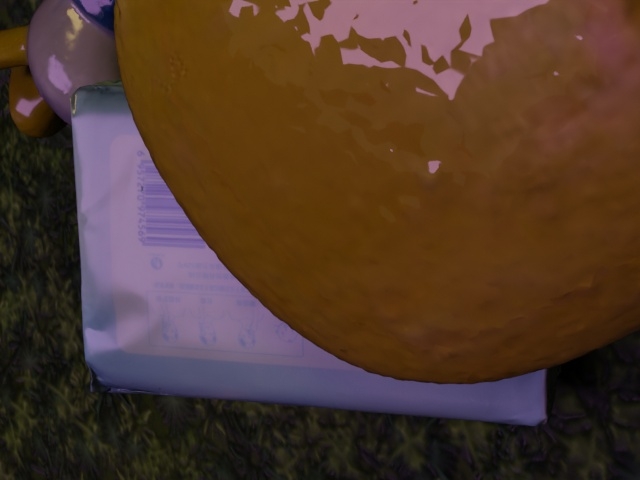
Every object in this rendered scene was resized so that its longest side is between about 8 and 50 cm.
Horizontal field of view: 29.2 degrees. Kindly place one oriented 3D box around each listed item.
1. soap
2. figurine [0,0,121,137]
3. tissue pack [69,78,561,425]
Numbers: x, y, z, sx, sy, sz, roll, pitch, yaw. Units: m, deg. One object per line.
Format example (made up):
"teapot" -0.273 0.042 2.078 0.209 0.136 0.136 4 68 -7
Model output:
"soap" 0.090 -0.115 0.510 0.427 0.115 0.306 -38 94 28
"figurine" -0.078 -0.195 0.768 0.338 0.204 0.284 8 94 31
"tissue pack" 0.000 0.000 0.676 0.263 0.089 0.177 2 101 16
